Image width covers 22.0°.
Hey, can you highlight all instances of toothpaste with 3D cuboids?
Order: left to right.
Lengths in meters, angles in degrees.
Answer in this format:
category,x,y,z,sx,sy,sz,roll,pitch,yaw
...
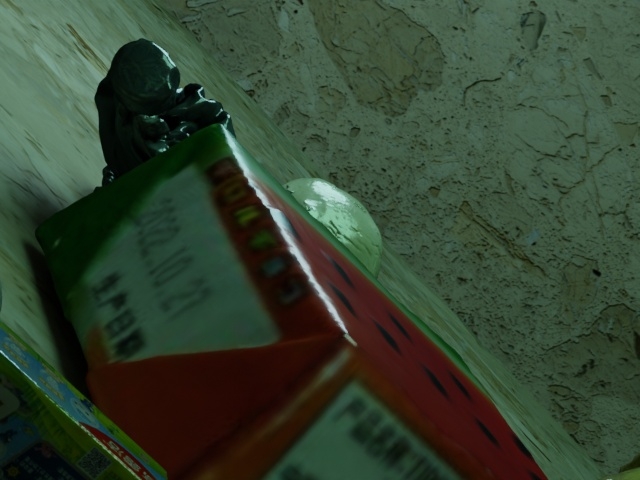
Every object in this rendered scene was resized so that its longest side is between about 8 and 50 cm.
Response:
category,x,y,z,sx,sy,sz,roll,pitch,yaw
toothpaste,-0.150,0.072,0.811,0.193,0.070,0.044,45,6,-18

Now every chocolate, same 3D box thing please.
category,x,y,z,sx,sy,sz,roll,pitch,yaw
chocolate,0.008,0.123,1.087,0.360,0.161,0.341,43,8,-33

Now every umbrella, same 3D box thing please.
category,x,y,z,sx,sy,sz,roll,pitch,yaw
umbrella,-0.119,-0.071,1.265,0.143,0.094,0.349,35,-16,9

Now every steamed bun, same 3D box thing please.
category,x,y,z,sx,sy,sz,roll,pitch,yaw
steamed bun,0.000,0.000,1.371,0.112,0.091,0.130,34,-6,-15

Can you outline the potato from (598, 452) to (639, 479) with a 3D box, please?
category,x,y,z,sx,sy,sz,roll,pitch,yaw
potato,0.378,0.357,1.452,0.442,0.319,0.385,43,10,-45
